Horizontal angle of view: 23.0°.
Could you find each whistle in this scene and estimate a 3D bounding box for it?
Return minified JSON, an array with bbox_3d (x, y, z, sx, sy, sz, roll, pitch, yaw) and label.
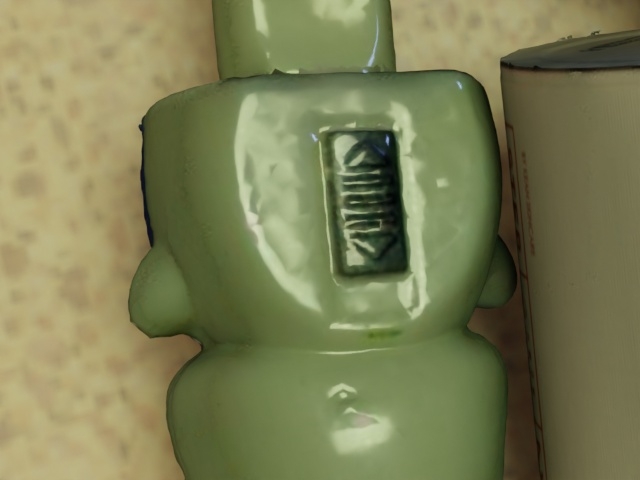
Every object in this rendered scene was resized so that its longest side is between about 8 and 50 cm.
[{"bbox_3d":[0.000,0.000,0.430,0.110,0.092,0.244,-5,85,-15],"label":"whistle"}]

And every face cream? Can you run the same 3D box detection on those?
[{"bbox_3d":[0.105,0.052,0.421,0.095,0.096,0.214,-10,102,-17],"label":"face cream"}]
